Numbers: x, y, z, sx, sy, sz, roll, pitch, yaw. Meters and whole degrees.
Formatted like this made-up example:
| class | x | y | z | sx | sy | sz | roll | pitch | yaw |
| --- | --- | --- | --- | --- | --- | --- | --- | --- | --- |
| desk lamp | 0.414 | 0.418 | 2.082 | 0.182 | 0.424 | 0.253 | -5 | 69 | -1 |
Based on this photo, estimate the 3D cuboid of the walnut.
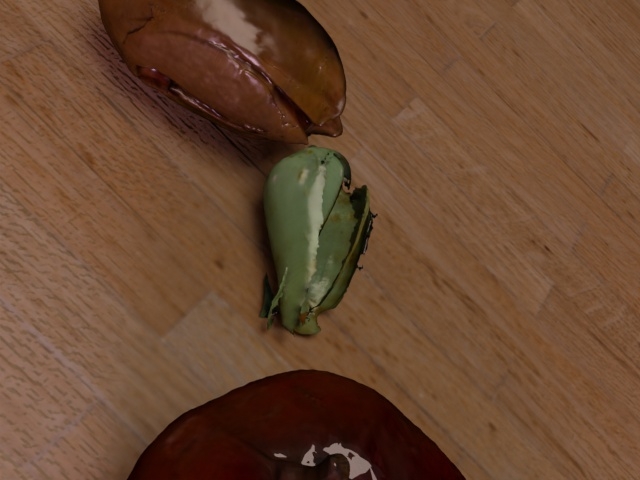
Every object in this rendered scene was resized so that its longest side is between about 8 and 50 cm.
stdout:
| class | x | y | z | sx | sy | sz | roll | pitch | yaw |
| --- | --- | --- | --- | --- | --- | --- | --- | --- | --- |
| walnut | -0.078 | -0.163 | 0.604 | 0.245 | 0.137 | 0.137 | 27 | 52 | -16 |

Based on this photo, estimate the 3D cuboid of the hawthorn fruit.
| class | x | y | z | sx | sy | sz | roll | pitch | yaw |
| --- | --- | --- | --- | --- | --- | --- | --- | --- | --- |
| hawthorn fruit | -0.014 | 0.167 | 0.386 | 0.215 | 0.250 | 0.215 | 5 | 43 | -5 |

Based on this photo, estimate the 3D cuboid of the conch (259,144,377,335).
| class | x | y | z | sx | sy | sz | roll | pitch | yaw |
| --- | --- | --- | --- | --- | --- | --- | --- | --- | --- |
| conch | 0.000 | 0.000 | 0.600 | 0.105 | 0.079 | 0.170 | 10 | 73 | -20 |
